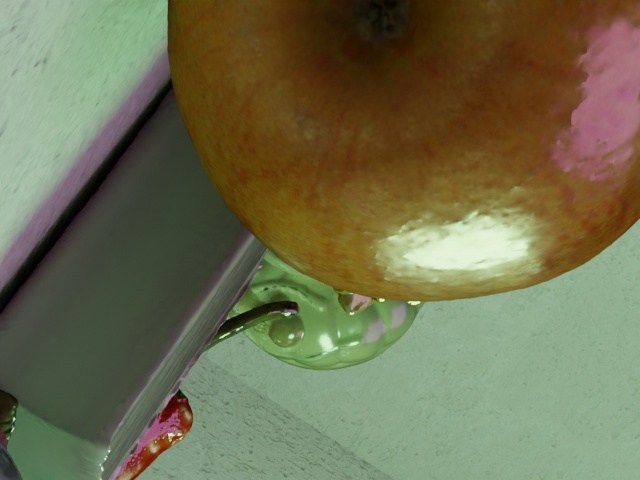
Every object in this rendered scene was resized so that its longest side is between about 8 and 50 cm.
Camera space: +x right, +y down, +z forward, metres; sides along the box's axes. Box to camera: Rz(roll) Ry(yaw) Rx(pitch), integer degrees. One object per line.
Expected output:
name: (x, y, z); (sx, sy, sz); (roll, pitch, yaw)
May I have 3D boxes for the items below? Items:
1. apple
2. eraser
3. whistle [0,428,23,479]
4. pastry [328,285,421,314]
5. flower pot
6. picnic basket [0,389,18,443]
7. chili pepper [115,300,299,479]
apple: (0.059, -0.114, 0.781); (0.299, 0.299, 0.275); (-57, 167, 6)
eraser: (-0.119, 0.025, 1.098); (0.359, 0.122, 0.272); (-58, 177, -29)
whistle: (-0.209, 0.142, 0.748); (0.123, 0.123, 0.223); (-57, -168, -29)
pastry: (0.054, -0.071, 1.015); (0.154, 0.102, 0.250); (-51, 152, -45)
flower pot: (0.000, 0.000, 2.002); (0.307, 0.307, 0.244); (-57, 163, -23)
picnic basket: (-0.237, 0.147, 0.917); (0.110, 0.055, 0.193); (-58, 179, -32)
chili pepper: (-0.181, 0.141, 1.273); (0.338, 0.131, 0.134); (-53, 154, -5)
